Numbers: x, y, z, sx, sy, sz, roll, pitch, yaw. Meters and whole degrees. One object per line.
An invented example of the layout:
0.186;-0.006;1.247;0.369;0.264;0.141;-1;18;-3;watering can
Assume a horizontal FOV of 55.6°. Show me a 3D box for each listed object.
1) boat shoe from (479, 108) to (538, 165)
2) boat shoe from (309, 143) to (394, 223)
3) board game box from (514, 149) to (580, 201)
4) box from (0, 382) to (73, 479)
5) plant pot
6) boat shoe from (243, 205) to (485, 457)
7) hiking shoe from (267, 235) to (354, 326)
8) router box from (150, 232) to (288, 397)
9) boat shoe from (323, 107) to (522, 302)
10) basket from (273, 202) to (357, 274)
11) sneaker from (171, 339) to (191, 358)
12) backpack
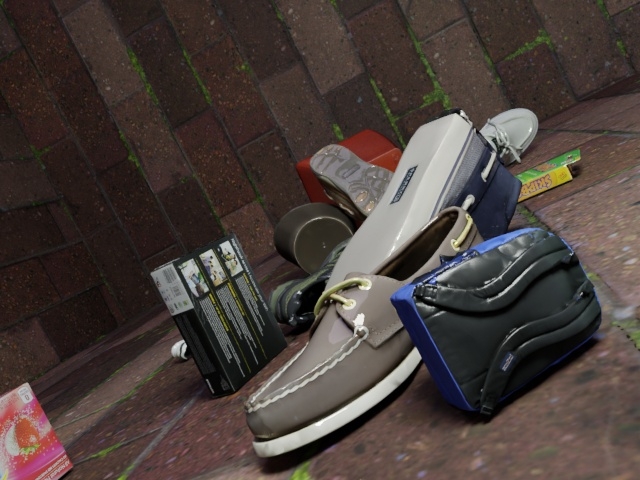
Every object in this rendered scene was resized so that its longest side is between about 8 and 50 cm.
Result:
0.442;-0.239;1.576;0.367;0.135;0.156;-31;5;-11;boat shoe
0.104;-0.099;1.357;0.123;0.116;0.324;-34;51;-13;boat shoe
0.340;-0.089;1.087;0.260;0.039;0.124;-28;4;27;board game box
-0.425;0.283;0.671;0.123;0.128;0.257;-25;5;24;box
0.129;-0.150;1.730;0.267;0.267;0.236;-28;16;-15;plant pot
0.052;0.069;0.554;0.324;0.096;0.117;-30;5;-34;boat shoe
0.036;0.066;0.917;0.227;0.086;0.114;-34;20;-15;hiking shoe
-0.127;0.093;0.796;0.046;0.178;0.133;-21;6;32;router box
0.140;0.006;0.757;0.340;0.158;0.127;-58;20;-17;boat shoe
0.000;0.000;1.351;0.205;0.154;0.227;-9;8;-5;basket
-0.231;0.197;1.170;0.109;0.040;0.044;-34;24;-33;sneaker
0.120;0.046;0.427;0.120;0.097;0.101;-29;1;-9;backpack
